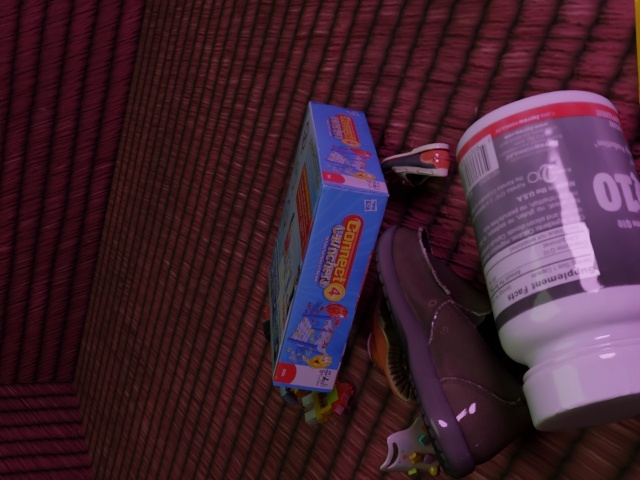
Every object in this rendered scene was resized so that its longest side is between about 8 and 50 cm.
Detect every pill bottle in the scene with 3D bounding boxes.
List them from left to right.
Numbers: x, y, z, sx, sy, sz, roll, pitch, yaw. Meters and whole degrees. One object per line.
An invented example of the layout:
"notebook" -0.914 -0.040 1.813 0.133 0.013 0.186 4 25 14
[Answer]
"pill bottle" 0.232 0.021 0.914 0.161 0.161 0.283 134 131 -55

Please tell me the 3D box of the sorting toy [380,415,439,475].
"sorting toy" 0.112 0.268 1.253 0.045 0.075 0.083 -132 49 -56

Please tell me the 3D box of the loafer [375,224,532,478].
"loafer" 0.157 0.111 1.150 0.366 0.130 0.134 -104 -5 -48

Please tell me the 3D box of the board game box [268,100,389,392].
"board game box" 0.000 0.000 1.391 0.308 0.086 0.302 -98 20 -62

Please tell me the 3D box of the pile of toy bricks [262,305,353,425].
"pile of toy bricks" -0.009 0.163 1.514 0.105 0.118 0.212 -31 39 16

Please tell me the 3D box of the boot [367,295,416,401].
"boot" 0.100 0.159 1.315 0.084 0.059 0.158 112 156 -43

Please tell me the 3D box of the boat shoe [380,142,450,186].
"boat shoe" 0.122 -0.092 1.288 0.137 0.049 0.043 -14 78 59

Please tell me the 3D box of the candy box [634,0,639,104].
"candy box" 0.347 -0.185 0.835 0.206 0.027 0.105 165 108 -64
